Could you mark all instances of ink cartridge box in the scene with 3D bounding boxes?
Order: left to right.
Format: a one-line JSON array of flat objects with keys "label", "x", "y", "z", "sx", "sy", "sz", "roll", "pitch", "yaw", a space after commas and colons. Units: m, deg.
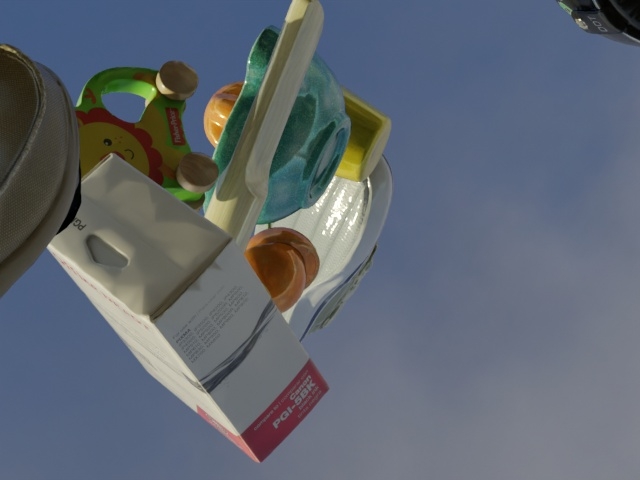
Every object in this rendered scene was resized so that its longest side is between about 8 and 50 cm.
[{"label": "ink cartridge box", "x": -0.065, "y": 0.034, "z": 0.734, "sx": 0.056, "sy": 0.135, "sz": 0.099, "roll": -45, "pitch": -129, "yaw": -13}]

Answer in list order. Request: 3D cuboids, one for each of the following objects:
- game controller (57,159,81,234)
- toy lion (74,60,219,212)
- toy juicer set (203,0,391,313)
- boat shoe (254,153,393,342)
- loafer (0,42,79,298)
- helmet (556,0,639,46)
[{"label": "game controller", "x": -0.239, "y": -0.096, "z": 0.614, "sx": 0.319, "sy": 0.166, "sz": 0.067, "roll": 40, "pitch": -71, "yaw": 19}, {"label": "toy lion", "x": -0.109, "y": -0.052, "z": 0.831, "sx": 0.096, "sy": 0.034, "sz": 0.100, "roll": 1, "pitch": -121, "yaw": -26}, {"label": "toy juicer set", "x": -0.049, "y": -0.035, "z": 0.971, "sx": 0.089, "sy": 0.329, "sz": 0.209, "roll": 26, "pitch": -92, "yaw": 11}, {"label": "boat shoe", "x": 0.000, "y": 0.000, "z": 1.372, "sx": 0.094, "sy": 0.302, "sz": 0.109, "roll": -27, "pitch": -109, "yaw": -36}, {"label": "loafer", "x": -0.106, "y": -0.005, "z": 0.396, "sx": 0.056, "sy": 0.050, "sz": 0.148, "roll": 2, "pitch": -132, "yaw": 16}, {"label": "helmet", "x": 0.201, "y": -0.198, "z": 0.884, "sx": 0.169, "sy": 0.169, "sz": 0.161, "roll": -5, "pitch": -151, "yaw": 0}]
